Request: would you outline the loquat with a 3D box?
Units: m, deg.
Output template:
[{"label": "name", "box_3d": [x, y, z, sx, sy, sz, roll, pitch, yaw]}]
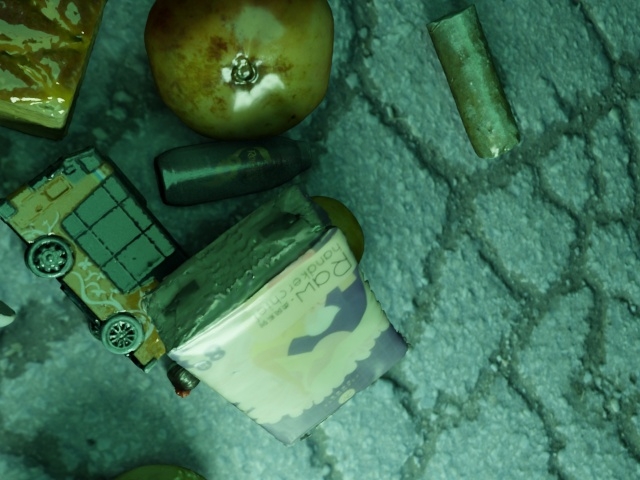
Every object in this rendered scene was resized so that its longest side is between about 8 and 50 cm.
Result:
[{"label": "loquat", "box_3d": [0.000, 0.000, 0.971, 0.141, 0.141, 0.141, 0, 89, -23]}]

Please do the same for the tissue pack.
[{"label": "tissue pack", "box_3d": [-0.040, 0.114, 0.849, 0.242, 0.125, 0.344, -37, 140, -4]}]

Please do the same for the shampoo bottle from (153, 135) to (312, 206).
[{"label": "shampoo bottle", "box_3d": [-0.125, -0.109, 0.962, 0.233, 0.049, 0.087, -13, 96, -23]}]

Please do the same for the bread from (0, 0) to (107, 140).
[{"label": "bread", "box_3d": [-0.398, -0.296, 0.762, 0.279, 0.207, 0.279, 20, 82, -23]}]

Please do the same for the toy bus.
[{"label": "toy bus", "box_3d": [-0.279, 0.020, 0.848, 0.167, 0.138, 0.275, -45, 107, -19]}]

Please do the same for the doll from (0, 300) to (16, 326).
[{"label": "doll", "box_3d": [-0.465, 0.169, 0.741, 0.161, 0.215, 0.257, 39, 88, 13]}]

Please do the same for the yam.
[{"label": "yam", "box_3d": [0.266, -0.271, 1.112, 0.093, 0.093, 0.259, -27, 100, -21]}]

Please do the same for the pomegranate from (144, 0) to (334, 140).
[{"label": "pomegranate", "box_3d": [-0.102, -0.267, 0.884, 0.252, 0.270, 0.229, -11, 123, 7]}]

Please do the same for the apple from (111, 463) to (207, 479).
[{"label": "apple", "box_3d": [-0.215, 0.431, 0.817, 0.279, 0.279, 0.279, 0, 89, -23]}]

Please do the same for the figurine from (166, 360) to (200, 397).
[{"label": "figurine", "box_3d": [-0.176, 0.177, 0.942, 0.106, 0.047, 0.060, -42, 141, -26]}]
